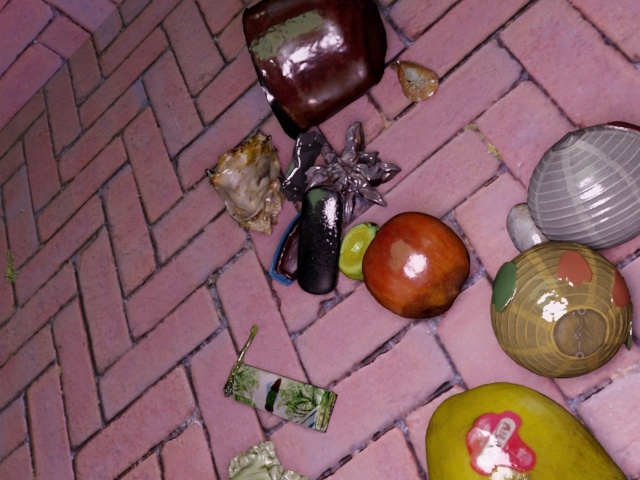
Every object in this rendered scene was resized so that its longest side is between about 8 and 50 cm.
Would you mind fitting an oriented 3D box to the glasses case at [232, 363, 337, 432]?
[{"bbox_3d":[-0.091,0.366,1.714,0.272,0.062,0.095,7,73,40],"label":"glasses case"}]

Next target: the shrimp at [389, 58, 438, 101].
[{"bbox_3d":[0.232,-0.415,1.860,0.091,0.043,0.184,-49,49,13],"label":"shrimp"}]

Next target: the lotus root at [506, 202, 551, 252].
[{"bbox_3d":[0.430,-0.009,1.476,0.088,0.088,0.165,-35,58,20],"label":"lotus root"}]

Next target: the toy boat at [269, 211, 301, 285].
[{"bbox_3d":[-0.052,0.007,1.852,0.223,0.100,0.097,-62,11,-11],"label":"toy boat"}]

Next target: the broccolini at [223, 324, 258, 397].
[{"bbox_3d":[-0.205,0.306,1.851,0.052,0.054,0.194,-12,58,55],"label":"broccolini"}]

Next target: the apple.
[{"bbox_3d":[0.205,0.057,1.540,0.230,0.230,0.230,-17,59,31],"label":"apple"}]

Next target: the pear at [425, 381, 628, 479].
[{"bbox_3d":[0.352,0.401,1.219,0.375,0.287,0.287,21,82,23],"label":"pear"}]

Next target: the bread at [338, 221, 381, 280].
[{"bbox_3d":[0.103,0.028,1.722,0.130,0.071,0.139,-25,57,30],"label":"bread"}]

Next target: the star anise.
[{"bbox_3d":[0.070,-0.165,1.820,0.212,0.129,0.282,-37,57,0],"label":"star anise"}]

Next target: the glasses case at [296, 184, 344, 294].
[{"bbox_3d":[0.000,0.000,1.753,0.103,0.067,0.266,7,101,11],"label":"glasses case"}]

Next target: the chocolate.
[{"bbox_3d":[0.010,-0.496,1.904,0.331,0.383,0.383,-20,56,10],"label":"chocolate"}]

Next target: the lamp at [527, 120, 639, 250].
[{"bbox_3d":[0.514,-0.105,1.356,0.265,0.233,0.233,-22,56,33],"label":"lamp"}]

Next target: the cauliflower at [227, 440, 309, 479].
[{"bbox_3d":[-0.156,0.582,1.522,0.260,0.281,0.327,-43,38,52],"label":"cauliflower"}]

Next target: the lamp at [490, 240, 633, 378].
[{"bbox_3d":[0.428,0.120,1.331,0.250,0.250,0.284,-48,8,9],"label":"lamp"}]

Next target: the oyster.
[{"bbox_3d":[-0.168,-0.156,2.015,0.221,0.096,0.361,-43,49,7],"label":"oyster"}]

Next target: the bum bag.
[{"bbox_3d":[-0.047,-0.194,1.918,0.049,0.087,0.197,26,96,54],"label":"bum bag"}]
